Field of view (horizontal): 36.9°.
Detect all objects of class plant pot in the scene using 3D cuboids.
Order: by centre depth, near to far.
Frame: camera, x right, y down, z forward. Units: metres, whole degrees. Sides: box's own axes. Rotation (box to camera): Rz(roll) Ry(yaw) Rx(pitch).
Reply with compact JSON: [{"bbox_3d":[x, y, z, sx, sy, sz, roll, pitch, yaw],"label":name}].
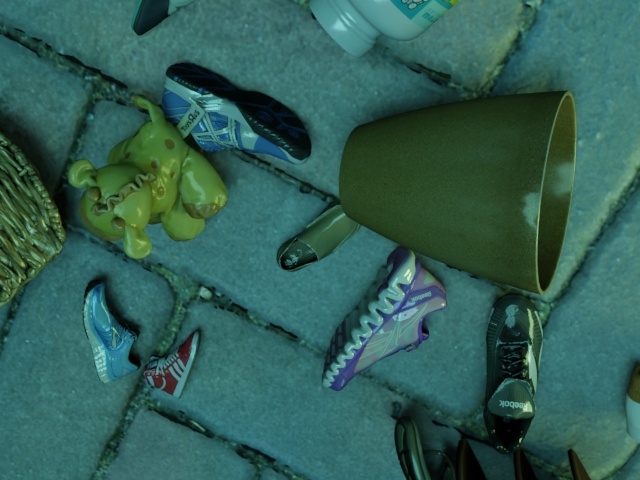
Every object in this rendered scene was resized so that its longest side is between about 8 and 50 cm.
[{"bbox_3d":[0.159,-0.070,1.152,0.254,0.237,0.237,8,115,21],"label":"plant pot"}]

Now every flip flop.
[{"bbox_3d":[0.188,0.368,1.379,0.080,0.112,0.277,-31,91,-7],"label":"flip flop"}]

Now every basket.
[{"bbox_3d":[-0.498,-0.062,1.316,0.213,0.223,0.299,-44,102,-11],"label":"basket"}]

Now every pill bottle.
[{"bbox_3d":[0.111,-0.326,1.077,0.264,0.146,0.146,-40,102,22],"label":"pill bottle"}]

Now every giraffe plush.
[{"bbox_3d":[-0.228,-0.060,1.197,0.181,0.170,0.210,32,138,8],"label":"giraffe plush"}]

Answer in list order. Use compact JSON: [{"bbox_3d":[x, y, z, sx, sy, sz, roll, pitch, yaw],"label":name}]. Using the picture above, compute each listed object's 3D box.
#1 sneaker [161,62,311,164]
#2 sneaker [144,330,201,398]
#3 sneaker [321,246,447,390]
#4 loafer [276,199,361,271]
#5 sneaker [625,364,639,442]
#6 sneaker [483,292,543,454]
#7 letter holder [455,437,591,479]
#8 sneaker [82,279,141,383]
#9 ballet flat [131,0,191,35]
[{"bbox_3d":[-0.109,-0.149,1.231,0.211,0.080,0.081,29,121,7],"label":"sneaker"},{"bbox_3d":[-0.218,0.174,1.400,0.067,0.042,0.118,21,117,-4],"label":"sneaker"},{"bbox_3d":[0.089,0.126,1.307,0.104,0.095,0.236,30,113,-13],"label":"sneaker"},{"bbox_3d":[0.000,0.000,1.286,0.148,0.050,0.056,-40,102,22],"label":"loafer"},{"bbox_3d":[0.551,0.206,1.255,0.290,0.106,0.123,-4,115,12],"label":"sneaker"},{"bbox_3d":[0.260,0.188,1.295,0.078,0.106,0.234,3,113,7],"label":"sneaker"},{"bbox_3d":[0.286,0.364,1.255,0.152,0.302,0.214,-27,95,12],"label":"letter holder"},{"bbox_3d":[-0.301,0.127,1.393,0.073,0.063,0.162,-12,116,-5],"label":"sneaker"},{"bbox_3d":[-0.171,-0.334,1.161,0.074,0.074,0.203,22,112,-1],"label":"ballet flat"}]
